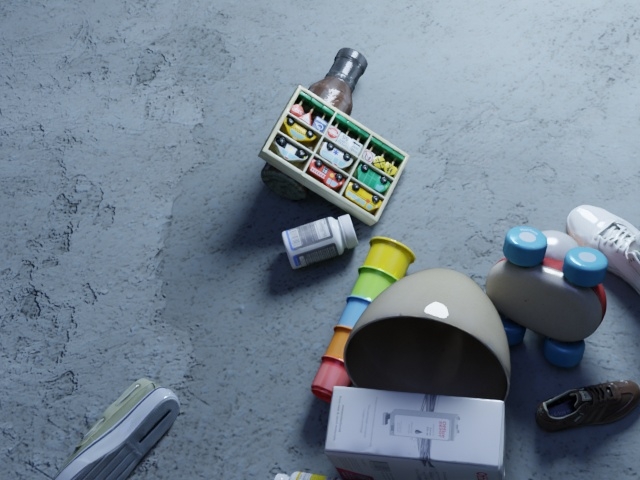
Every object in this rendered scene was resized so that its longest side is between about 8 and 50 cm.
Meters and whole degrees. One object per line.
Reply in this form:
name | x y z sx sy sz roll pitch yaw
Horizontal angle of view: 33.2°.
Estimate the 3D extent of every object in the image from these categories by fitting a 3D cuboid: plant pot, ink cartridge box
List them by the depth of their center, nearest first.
ink cartridge box | 0.165 0.336 1.783 0.282 0.207 0.117 3 65 12
plant pot | 0.199 0.158 1.858 0.284 0.284 0.191 7 46 15

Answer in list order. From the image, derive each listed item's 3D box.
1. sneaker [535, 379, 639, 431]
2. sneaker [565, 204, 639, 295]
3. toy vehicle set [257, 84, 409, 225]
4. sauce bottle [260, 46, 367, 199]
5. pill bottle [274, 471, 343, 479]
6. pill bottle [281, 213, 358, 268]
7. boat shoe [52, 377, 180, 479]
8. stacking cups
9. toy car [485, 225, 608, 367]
sneaker | 0.460 0.280 1.836 0.188 0.071 0.066 -20 59 0
sneaker | 0.558 0.004 1.919 0.108 0.169 0.292 -40 60 -10
toy vehicle set | 0.029 -0.166 2.113 0.266 0.035 0.166 31 67 -11
sauce bottle | -0.002 -0.244 2.203 0.111 0.111 0.344 20 65 21
pill bottle | -0.021 0.433 1.847 0.116 0.065 0.065 6 62 15
pill bottle | 0.000 0.000 2.081 0.137 0.078 0.078 -17 59 1
boat shoe | -0.385 0.375 1.943 0.094 0.109 0.302 27 59 40
stacking cups | 0.078 0.148 1.973 0.096 0.096 0.316 16 66 19
toy car | 0.427 0.059 1.927 0.210 0.219 0.238 20 38 21
